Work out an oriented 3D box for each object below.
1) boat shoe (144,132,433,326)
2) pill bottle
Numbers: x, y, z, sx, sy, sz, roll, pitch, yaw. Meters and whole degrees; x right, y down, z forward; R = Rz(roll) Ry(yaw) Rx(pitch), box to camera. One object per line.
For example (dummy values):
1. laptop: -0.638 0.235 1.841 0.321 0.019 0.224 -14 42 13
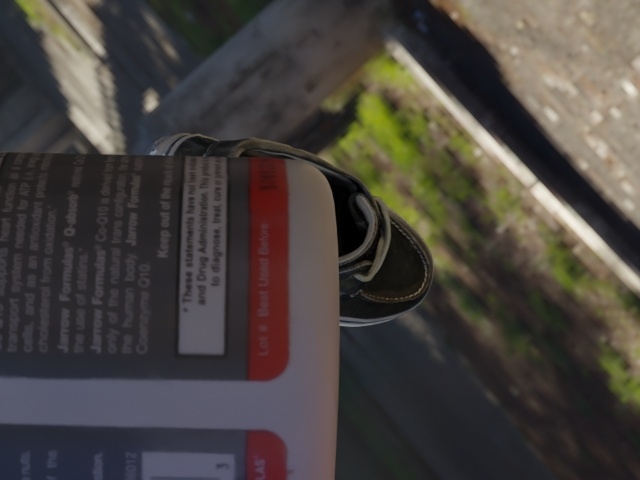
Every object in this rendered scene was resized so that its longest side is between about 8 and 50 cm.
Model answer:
1. boat shoe: 0.000 0.000 1.403 0.119 0.121 0.335 3 168 43
2. pill bottle: -0.177 0.058 0.849 0.210 0.363 0.210 -178 90 -86
